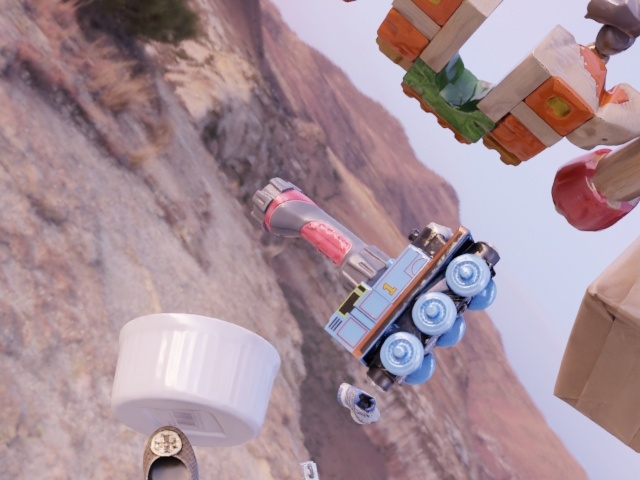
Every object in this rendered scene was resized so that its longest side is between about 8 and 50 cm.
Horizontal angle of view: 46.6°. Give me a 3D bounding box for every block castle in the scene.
[{"bbox_3d":[0.230,-0.251,0.804,0.453,0.303,0.213,42,-23,-1],"label":"block castle"}]

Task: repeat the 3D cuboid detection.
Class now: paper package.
[{"bbox_3d":[0.515,0.104,1.078,0.168,0.325,0.309,38,-26,30],"label":"paper package"}]

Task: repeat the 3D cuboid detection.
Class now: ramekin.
[{"bbox_3d":[-0.212,0.243,1.239,0.277,0.277,0.135,55,34,-50],"label":"ramekin"}]

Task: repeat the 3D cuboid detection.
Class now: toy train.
[{"bbox_3d":[0.095,0.061,0.740,0.105,0.184,0.080,39,-4,28],"label":"toy train"}]

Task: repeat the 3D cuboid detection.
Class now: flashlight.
[{"bbox_3d":[0.000,0.000,1.308,0.304,0.103,0.103,40,10,37],"label":"flashlight"}]

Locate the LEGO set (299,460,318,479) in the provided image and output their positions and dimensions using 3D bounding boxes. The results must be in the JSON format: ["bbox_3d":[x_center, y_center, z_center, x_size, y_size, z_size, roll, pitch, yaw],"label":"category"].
[{"bbox_3d":[-0.143,0.475,1.342,0.107,0.287,0.132,122,-34,-67],"label":"LEGO set"}]

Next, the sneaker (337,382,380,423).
[{"bbox_3d":[0.088,0.333,1.483,0.058,0.052,0.135,2,-31,39],"label":"sneaker"}]

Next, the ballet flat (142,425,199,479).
[{"bbox_3d":[-0.222,0.388,1.089,0.058,0.084,0.250,93,-8,-56],"label":"ballet flat"}]
